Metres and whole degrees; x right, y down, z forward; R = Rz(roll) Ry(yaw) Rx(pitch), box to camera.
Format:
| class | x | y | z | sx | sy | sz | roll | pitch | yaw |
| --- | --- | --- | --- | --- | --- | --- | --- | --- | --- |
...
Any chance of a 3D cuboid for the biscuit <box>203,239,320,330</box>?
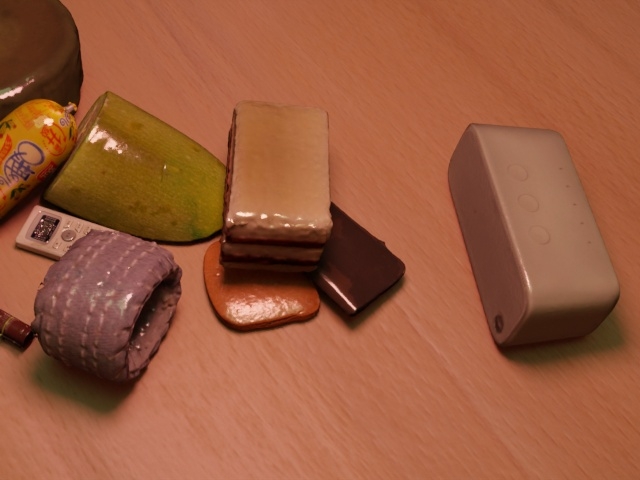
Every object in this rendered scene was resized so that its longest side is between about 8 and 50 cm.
| class | x | y | z | sx | sy | sz | roll | pitch | yaw |
| --- | --- | --- | --- | --- | --- | --- | --- | --- | --- |
| biscuit | -0.108 | 0.068 | 1.753 | 0.192 | 0.036 | 0.186 | -9 | 57 | -14 |

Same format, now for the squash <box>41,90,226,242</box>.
| class | x | y | z | sx | sy | sz | roll | pitch | yaw |
| --- | --- | --- | --- | --- | --- | --- | --- | --- | --- |
| squash | -0.309 | -0.112 | 1.830 | 0.309 | 0.210 | 0.234 | 32 | 53 | -21 |

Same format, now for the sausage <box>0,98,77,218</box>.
| class | x | y | z | sx | sy | sz | roll | pitch | yaw |
| --- | --- | --- | --- | --- | --- | --- | --- | --- | --- |
| sausage | -0.557 | -0.120 | 1.719 | 0.347 | 0.123 | 0.123 | -42 | 68 | 1 |

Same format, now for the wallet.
| class | x | y | z | sx | sy | sz | roll | pitch | yaw |
| --- | --- | --- | --- | --- | --- | --- | --- | --- | --- |
| wallet | 0.000 | 0.000 | 1.792 | 0.309 | 0.042 | 0.165 | 41 | 48 | 19 |

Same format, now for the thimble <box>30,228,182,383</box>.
| class | x | y | z | sx | sy | sz | roll | pitch | yaw |
| --- | --- | --- | --- | --- | --- | --- | --- | --- | --- |
| thimble | -0.342 | 0.101 | 1.602 | 0.172 | 0.205 | 0.236 | 22 | 63 | 9 |

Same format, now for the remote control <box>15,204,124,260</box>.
| class | x | y | z | sx | sy | sz | roll | pitch | yaw |
| --- | --- | --- | --- | --- | --- | --- | --- | --- | --- |
| remote control | -0.437 | 0.001 | 1.760 | 0.190 | 0.029 | 0.087 | 19 | 58 | 5 |

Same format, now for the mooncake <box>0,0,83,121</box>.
| class | x | y | z | sx | sy | sz | roll | pitch | yaw |
| --- | --- | --- | --- | --- | --- | --- | --- | --- | --- |
| mooncake | -0.622 | -0.324 | 1.852 | 0.356 | 0.194 | 0.356 | 5 | 55 | -8 |

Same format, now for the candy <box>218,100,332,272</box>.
| class | x | y | z | sx | sy | sz | roll | pitch | yaw |
| --- | --- | --- | --- | --- | --- | --- | --- | --- | --- |
| candy | -0.077 | -0.101 | 1.738 | 0.179 | 0.135 | 0.321 | 9 | 50 | -10 |

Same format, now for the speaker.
| class | x | y | z | sx | sy | sz | roll | pitch | yaw |
| --- | --- | --- | --- | --- | --- | --- | --- | --- | --- |
| speaker | 0.375 | -0.017 | 1.782 | 0.184 | 0.183 | 0.406 | -2 | 57 | -14 |

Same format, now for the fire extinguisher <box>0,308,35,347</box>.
| class | x | y | z | sx | sy | sz | roll | pitch | yaw |
| --- | --- | --- | --- | --- | --- | --- | --- | --- | --- |
| fire extinguisher | -0.540 | 0.135 | 1.658 | 0.132 | 0.039 | 0.056 | 27 | 49 | 11 |
